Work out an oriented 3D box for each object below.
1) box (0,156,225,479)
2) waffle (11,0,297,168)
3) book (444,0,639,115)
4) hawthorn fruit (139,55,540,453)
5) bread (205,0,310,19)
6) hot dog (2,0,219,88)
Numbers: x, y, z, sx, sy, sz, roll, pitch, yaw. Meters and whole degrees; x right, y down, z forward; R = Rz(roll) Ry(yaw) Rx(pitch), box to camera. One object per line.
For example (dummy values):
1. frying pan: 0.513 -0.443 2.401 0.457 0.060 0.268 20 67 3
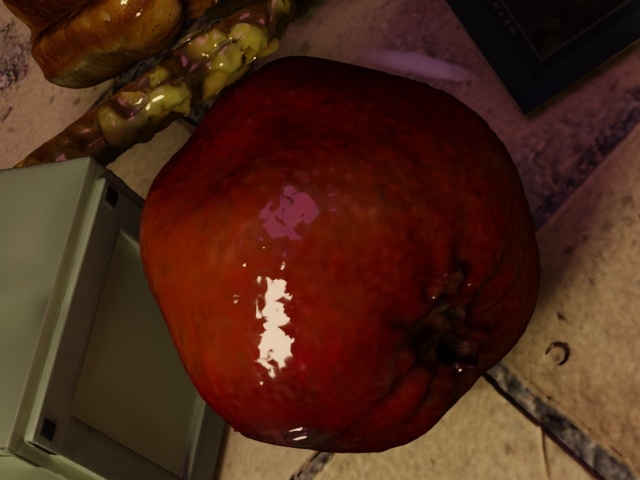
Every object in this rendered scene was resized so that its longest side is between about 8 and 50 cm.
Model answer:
1. box: -0.169 0.091 1.021 0.117 0.225 0.225 -6 60 32
2. waffle: -0.156 -0.113 1.171 0.312 0.060 0.307 -37 10 -18
3. book: 0.213 -0.245 1.012 0.269 0.191 0.025 -33 13 13
4. hawthorn fruit: 0.000 0.000 0.943 0.265 0.265 0.307 -52 40 -5
5. bread: -0.066 -0.348 1.221 0.238 0.252 0.196 -40 43 0
6. hot dog: -0.198 -0.233 1.229 0.117 0.158 0.349 -31 10 -22
